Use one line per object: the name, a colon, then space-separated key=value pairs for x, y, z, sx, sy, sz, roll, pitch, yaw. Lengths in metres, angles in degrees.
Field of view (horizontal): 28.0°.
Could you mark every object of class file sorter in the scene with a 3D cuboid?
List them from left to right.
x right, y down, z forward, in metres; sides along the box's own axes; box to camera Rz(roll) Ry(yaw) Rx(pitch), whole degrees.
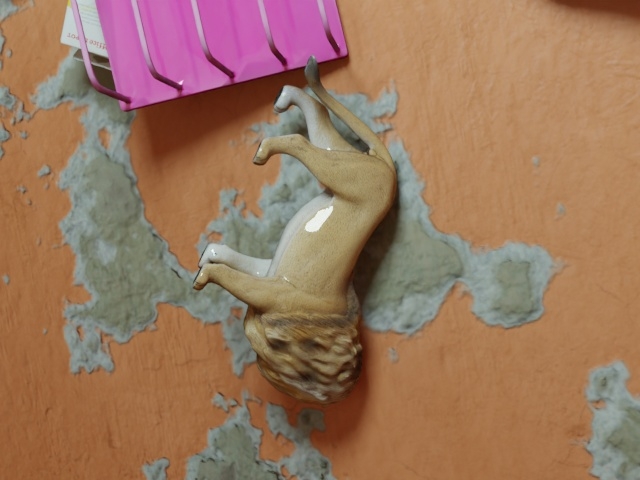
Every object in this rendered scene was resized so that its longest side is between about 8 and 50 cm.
file sorter: x=-0.136 y=-0.289 z=1.505 sx=0.290 sy=0.182 sz=0.202 roll=-13 pitch=90 yaw=5

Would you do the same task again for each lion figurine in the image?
lion figurine: x=0.000 y=0.000 z=1.547 sx=0.240 sy=0.142 sz=0.392 roll=25 pitch=102 yaw=-8

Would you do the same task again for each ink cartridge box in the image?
ink cartridge box: x=-0.269 y=-0.297 z=1.676 sx=0.092 sy=0.090 sz=0.143 roll=20 pitch=105 yaw=23
